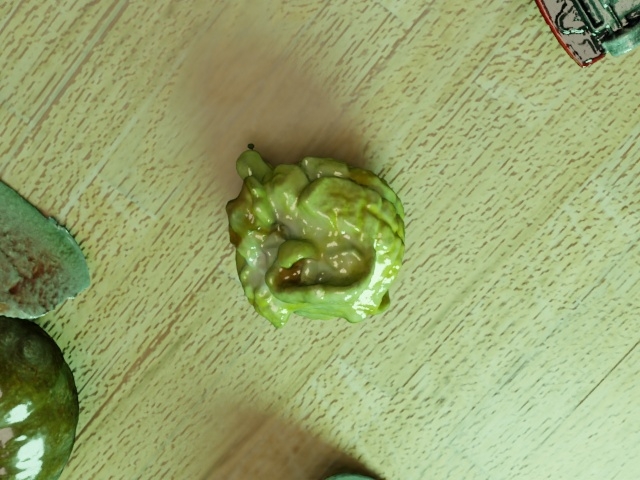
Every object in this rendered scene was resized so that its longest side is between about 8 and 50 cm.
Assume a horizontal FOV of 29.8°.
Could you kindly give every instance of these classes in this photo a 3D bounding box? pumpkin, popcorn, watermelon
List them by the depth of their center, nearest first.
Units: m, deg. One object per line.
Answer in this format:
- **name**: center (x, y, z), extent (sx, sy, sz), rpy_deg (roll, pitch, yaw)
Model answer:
- **popcorn**: center (0.000, 0.000, 0.931), extent (0.135, 0.162, 0.141), rpy_deg (-27, 133, -24)
- **watermelon**: center (-0.274, -0.004, 0.958), extent (0.180, 0.094, 0.081), rpy_deg (46, 105, 7)
- **pumpkin**: center (-0.304, 0.145, 0.963), extent (0.218, 0.162, 0.219), rpy_deg (2, 109, 6)

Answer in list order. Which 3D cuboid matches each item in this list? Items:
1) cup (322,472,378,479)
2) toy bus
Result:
- **cup**: center (0.005, 0.316, 1.003), extent (0.150, 0.199, 0.199), rpy_deg (-37, 102, 30)
- **toy bus**: center (0.248, -0.208, 0.866), extent (0.195, 0.089, 0.081), rpy_deg (-32, 103, 12)
